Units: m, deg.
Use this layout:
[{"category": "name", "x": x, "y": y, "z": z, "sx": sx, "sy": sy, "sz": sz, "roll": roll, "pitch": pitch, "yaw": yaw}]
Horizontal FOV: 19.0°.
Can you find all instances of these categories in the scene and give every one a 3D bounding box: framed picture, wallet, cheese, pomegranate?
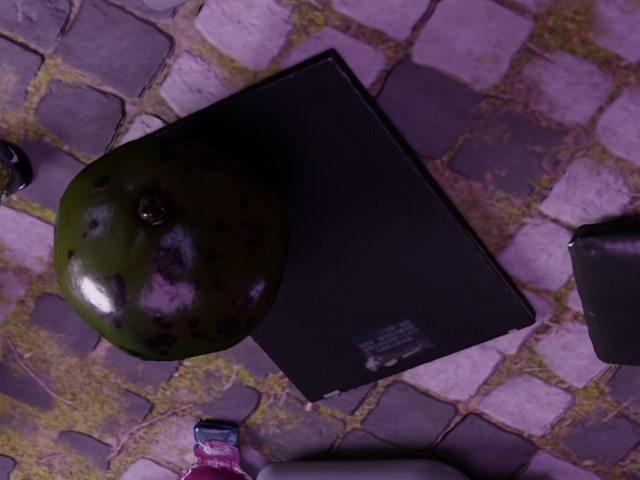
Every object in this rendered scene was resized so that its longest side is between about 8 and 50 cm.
[{"category": "framed picture", "x": 0.000, "y": 0.000, "z": 1.699, "sx": 0.255, "sy": 0.014, "sz": 0.338, "roll": -23, "pitch": 123, "yaw": 28}, {"category": "wallet", "x": 0.346, "y": 0.043, "z": 1.647, "sx": 0.245, "sy": 0.052, "sz": 0.168, "roll": -3, "pitch": 131, "yaw": 20}, {"category": "cheese", "x": -0.104, "y": 0.242, "z": 1.916, "sx": 0.095, "sy": 0.038, "sz": 0.145, "roll": 5, "pitch": 123, "yaw": 7}, {"category": "pomegranate", "x": -0.125, "y": 0.017, "z": 1.623, "sx": 0.202, "sy": 0.202, "sz": 0.248, "roll": 6, "pitch": 162, "yaw": 6}]

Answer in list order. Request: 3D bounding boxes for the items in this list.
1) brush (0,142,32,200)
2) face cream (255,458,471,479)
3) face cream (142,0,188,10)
[{"category": "brush", "x": -0.404, "y": -0.036, "z": 1.714, "sx": 0.297, "sy": 0.060, "sz": 0.068, "roll": -6, "pitch": 132, "yaw": 16}, {"category": "face cream", "x": 0.086, "y": 0.273, "z": 1.883, "sx": 0.291, "sy": 0.071, "sz": 0.144, "roll": -2, "pitch": 130, "yaw": 12}, {"category": "face cream", "x": -0.071, "y": -0.240, "z": 1.474, "sx": 0.182, "sy": 0.051, "sz": 0.072, "roll": -31, "pitch": 121, "yaw": 33}]
